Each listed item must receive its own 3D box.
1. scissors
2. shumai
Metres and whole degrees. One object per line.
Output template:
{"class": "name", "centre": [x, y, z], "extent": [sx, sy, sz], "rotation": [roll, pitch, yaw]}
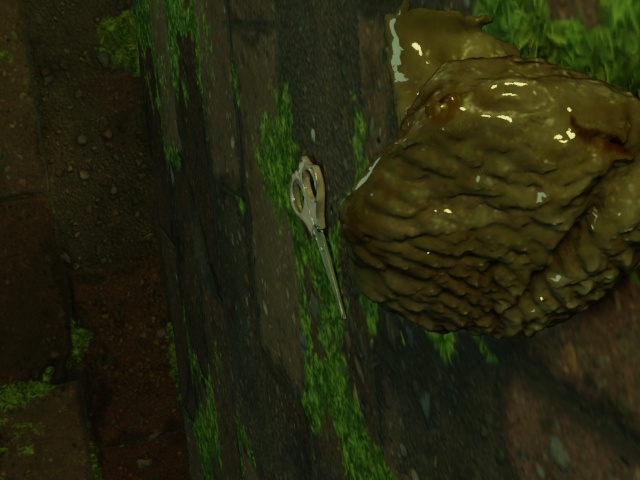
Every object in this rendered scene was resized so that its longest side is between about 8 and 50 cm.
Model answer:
{"class": "scissors", "centre": [0.000, 0.000, 1.034], "extent": [0.100, 0.015, 0.189], "rotation": [131, 126, -65]}
{"class": "shumai", "centre": [0.097, -0.053, 0.516], "extent": [0.206, 0.166, 0.176], "rotation": [112, 167, -57]}
